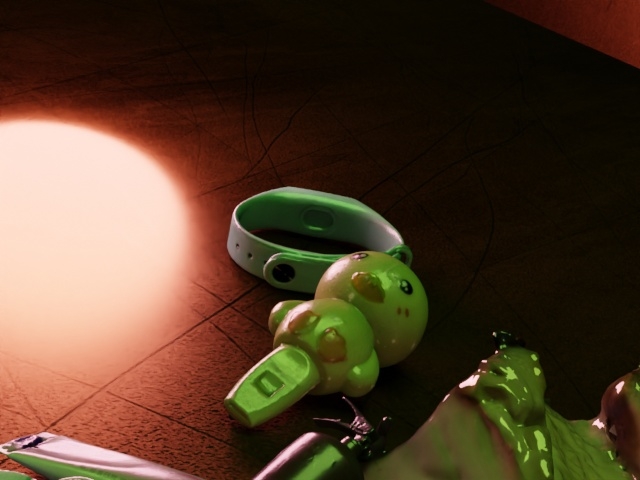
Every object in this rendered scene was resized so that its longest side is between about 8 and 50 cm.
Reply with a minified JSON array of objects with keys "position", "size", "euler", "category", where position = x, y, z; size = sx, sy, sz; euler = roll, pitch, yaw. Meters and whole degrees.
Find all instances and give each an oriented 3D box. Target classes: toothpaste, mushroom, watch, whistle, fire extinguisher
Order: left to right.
[{"position":[-0.112,0.226,0.919],"size":[0.323,0.066,0.100],"euler":[20,3,12],"category":"toothpaste"},{"position":[-0.046,0.217,0.847],"size":[0.268,0.072,0.089],"euler":[-39,31,-28],"category":"fire extinguisher"},{"position":[0.000,0.000,1.424],"size":[0.237,0.068,0.195],"euler":[12,27,-5],"category":"watch"},{"position":[0.018,0.095,1.171],"size":[0.141,0.141,0.294],"euler":[28,30,25],"category":"whistle"},{"position":[0.247,0.288,0.873],"size":[0.314,0.224,0.397],"euler":[15,29,-35],"category":"mushroom"}]

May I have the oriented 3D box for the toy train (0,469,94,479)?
[{"position":[-0.236,0.254,0.778],"size":[0.159,0.101,0.248],"euler":[1,25,6],"category":"toy train"}]
